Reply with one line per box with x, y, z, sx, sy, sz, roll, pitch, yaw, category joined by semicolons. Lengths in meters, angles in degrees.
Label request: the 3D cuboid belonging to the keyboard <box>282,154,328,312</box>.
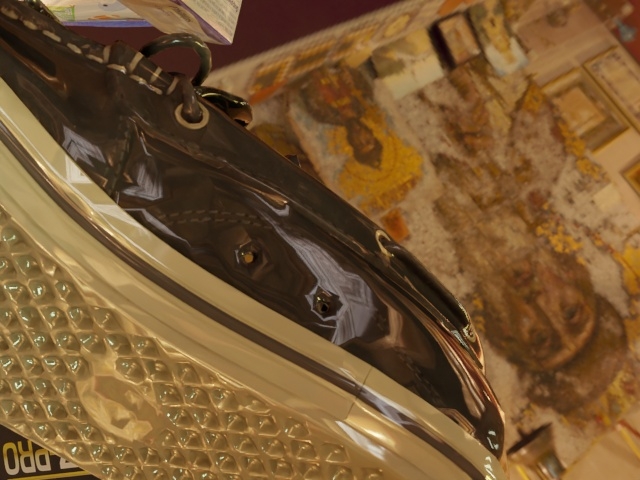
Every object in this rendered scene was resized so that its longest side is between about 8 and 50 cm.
0.000;0.000;0.785;0.038;0.191;0.100;-23;-165;-20;keyboard

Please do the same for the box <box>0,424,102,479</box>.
-0.124;0.156;0.740;0.319;0.097;0.395;-13;175;20;box

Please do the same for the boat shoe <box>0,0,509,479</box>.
-0.114;-0.011;0.373;0.186;0.500;0.156;-50;-172;38;boat shoe

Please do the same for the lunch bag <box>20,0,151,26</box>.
-0.343;-0.477;1.152;0.386;0.238;0.328;-14;178;-30;lunch bag

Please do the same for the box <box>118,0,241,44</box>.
-0.107;-0.243;0.602;0.126;0.072;0.137;5;98;-78;box
